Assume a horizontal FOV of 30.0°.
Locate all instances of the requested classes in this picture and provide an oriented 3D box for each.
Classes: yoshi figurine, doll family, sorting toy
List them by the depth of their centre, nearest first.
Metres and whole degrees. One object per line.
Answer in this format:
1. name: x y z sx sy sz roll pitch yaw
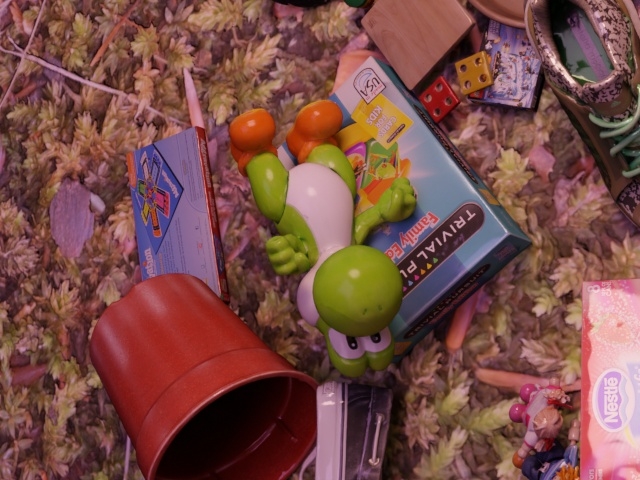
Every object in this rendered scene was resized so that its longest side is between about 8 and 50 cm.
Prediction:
1. doll family: 0.254 0.296 1.406 0.118 0.163 0.263 28 95 -4
2. yoshi figurine: 0.015 -0.013 1.504 0.204 0.203 0.362 -28 70 19
3. sorting toy: 0.146 -0.290 1.633 0.132 0.046 0.274 -47 65 32

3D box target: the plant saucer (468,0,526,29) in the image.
1. plant saucer: 0.303 -0.398 1.551 0.278 0.041 0.277 -6 74 23

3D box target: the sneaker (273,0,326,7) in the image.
1. sneaker: 0.019 -0.426 1.737 0.262 0.099 0.121 -10 68 23

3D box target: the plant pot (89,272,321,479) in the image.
1. plant pot: -0.174 0.201 1.651 0.272 0.272 0.265 -53 51 13

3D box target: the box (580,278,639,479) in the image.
1. box: 0.364 0.200 1.299 0.154 0.142 0.300 -3 59 20

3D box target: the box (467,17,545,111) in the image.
1. box: 0.256 -0.244 1.582 0.094 0.027 0.137 14 89 32

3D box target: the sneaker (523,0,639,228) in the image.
1. sneaker: 0.349 -0.146 1.390 0.158 0.182 0.410 -37 80 25

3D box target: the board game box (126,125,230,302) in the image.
1. board game box: -0.223 -0.023 1.845 0.145 0.027 0.281 -18 72 27

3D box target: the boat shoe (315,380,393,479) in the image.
1. boat shoe: 0.054 0.350 1.546 0.119 0.121 0.335 -1 94 5

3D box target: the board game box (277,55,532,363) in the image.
1. board game box: 0.085 -0.044 1.623 0.254 0.079 0.336 -44 61 18
